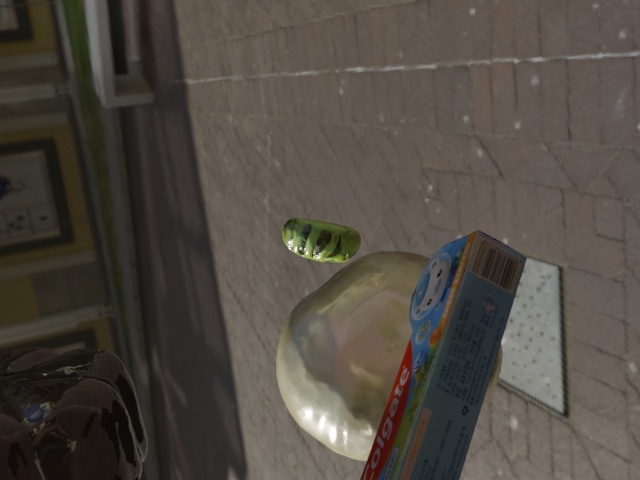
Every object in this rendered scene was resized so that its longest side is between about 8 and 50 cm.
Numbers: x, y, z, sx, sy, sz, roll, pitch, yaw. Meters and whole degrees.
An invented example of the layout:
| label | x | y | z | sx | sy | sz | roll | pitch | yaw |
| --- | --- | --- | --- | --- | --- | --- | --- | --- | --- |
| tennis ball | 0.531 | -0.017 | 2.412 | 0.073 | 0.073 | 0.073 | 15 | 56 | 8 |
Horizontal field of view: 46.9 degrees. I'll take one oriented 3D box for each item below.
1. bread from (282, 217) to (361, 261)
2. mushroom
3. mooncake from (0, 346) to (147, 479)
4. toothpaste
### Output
| label | x | y | z | sx | sy | sz | roll | pitch | yaw |
| --- | --- | --- | --- | --- | --- | --- | --- | --- | --- |
| bread | 0.000 | 0.000 | 1.294 | 0.130 | 0.139 | 0.071 | 17 | 96 | 25 |
| mushroom | 0.084 | 0.144 | 0.897 | 0.234 | 0.260 | 0.253 | 64 | -140 | -66 |
| mooncake | -0.276 | 0.185 | 0.643 | 0.245 | 0.245 | 0.133 | -164 | 62 | -66 |
| toothpaste | 0.079 | 0.092 | 0.503 | 0.193 | 0.044 | 0.070 | -67 | 14 | -21 |
